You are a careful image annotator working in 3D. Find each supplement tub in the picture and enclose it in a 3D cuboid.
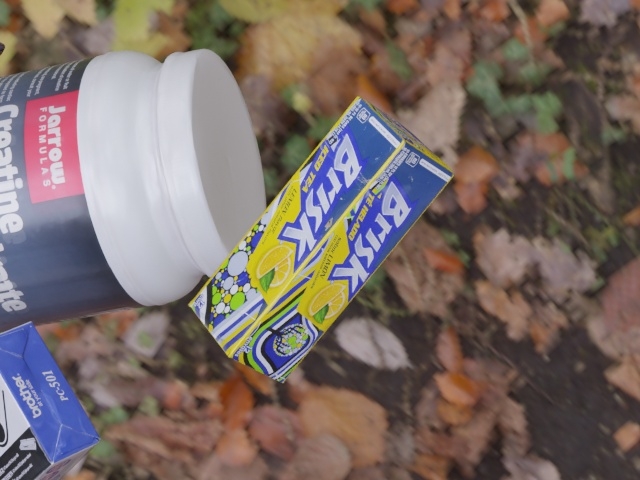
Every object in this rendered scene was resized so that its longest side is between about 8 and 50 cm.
[{"bbox_3d":[-0.195,-0.035,1.402,0.272,0.191,0.191,-11,64,14],"label":"supplement tub"}]

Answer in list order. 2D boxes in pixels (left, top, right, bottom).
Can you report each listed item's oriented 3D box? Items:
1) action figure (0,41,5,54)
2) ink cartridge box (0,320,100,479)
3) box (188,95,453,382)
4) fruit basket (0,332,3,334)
[{"bbox_3d":[-0.254,-0.189,0.880,0.099,0.185,0.285,-33,92,-35],"label":"action figure"},{"bbox_3d":[-0.234,0.147,1.324,0.097,0.046,0.207,58,140,11],"label":"ink cartridge box"},{"bbox_3d":[0.000,0.000,1.138,0.169,0.054,0.059,-51,46,10],"label":"box"},{"bbox_3d":[-0.494,-0.036,1.886,0.392,0.392,0.283,3,30,26],"label":"fruit basket"}]
